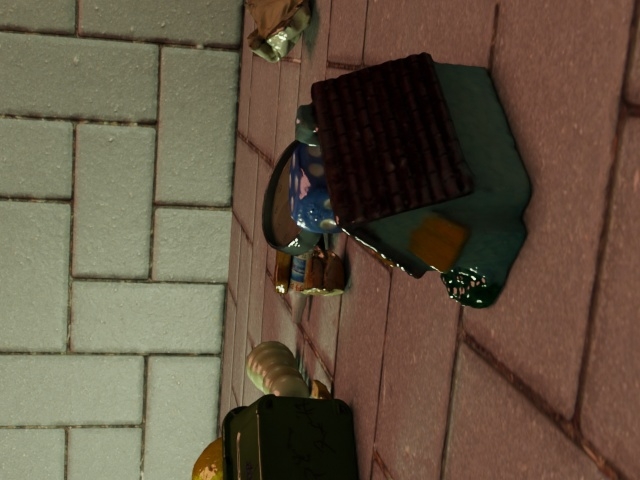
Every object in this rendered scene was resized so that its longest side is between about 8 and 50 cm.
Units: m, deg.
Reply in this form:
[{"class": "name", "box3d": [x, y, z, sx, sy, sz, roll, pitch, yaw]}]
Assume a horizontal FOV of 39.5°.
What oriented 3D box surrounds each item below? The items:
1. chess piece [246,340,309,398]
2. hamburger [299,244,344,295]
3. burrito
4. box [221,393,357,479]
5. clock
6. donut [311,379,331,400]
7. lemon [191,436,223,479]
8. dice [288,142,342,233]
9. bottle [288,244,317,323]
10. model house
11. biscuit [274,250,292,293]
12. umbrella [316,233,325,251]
[{"class": "chess piece", "box3d": [-0.099, 0.356, 2.234, 0.243, 0.133, 0.133, -138, 51, -67]}, {"class": "hamburger", "box3d": [0.012, 0.066, 1.876, 0.176, 0.087, 0.102, 133, 149, -81]}, {"class": "burrito", "box3d": [-0.103, -0.584, 2.344, 0.135, 0.190, 0.332, 57, -165, -37]}, {"class": "box", "box3d": [-0.046, 0.463, 1.731, 0.178, 0.252, 0.329, 132, 139, -51]}, {"class": "clock", "box3d": [-0.049, -0.104, 2.020, 0.280, 0.055, 0.281, -37, 46, 50]}, {"class": "donut", "box3d": [-0.004, 0.354, 1.936, 0.083, 0.067, 0.038, -56, 29, -9]}, {"class": "lemon", "box3d": [-0.256, 0.699, 2.605, 0.267, 0.267, 0.268, -178, 90, -77]}, {"class": "dice", "box3d": [0.013, -0.106, 1.742, 0.146, 0.143, 0.147, 109, 160, -51]}, {"class": "bottle", "box3d": [-0.046, 0.101, 2.172, 0.060, 0.060, 0.217, -117, 30, -65]}, {"class": "model house", "box3d": [0.094, -0.070, 1.132, 0.230, 0.248, 0.281, 104, 163, -46]}, {"class": "biscuit", "box3d": [-0.086, 0.002, 2.256, 0.273, 0.049, 0.258, -77, -6, -76]}, {"class": "umbrella", "box3d": [-0.005, 0.000, 2.047, 0.044, 0.044, 0.269, 48, -144, -62]}]
